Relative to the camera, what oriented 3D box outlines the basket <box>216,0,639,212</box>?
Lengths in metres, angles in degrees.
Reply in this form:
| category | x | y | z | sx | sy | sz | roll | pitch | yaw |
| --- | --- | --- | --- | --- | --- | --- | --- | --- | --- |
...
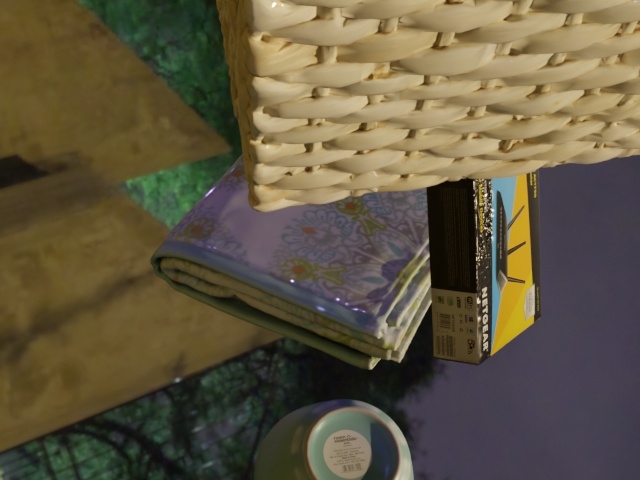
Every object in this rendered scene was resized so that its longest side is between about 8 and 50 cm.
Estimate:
| category | x | y | z | sx | sy | sz | roll | pitch | yaw |
| --- | --- | --- | --- | --- | --- | --- | --- | --- | --- |
| basket | 0.091 | -0.211 | 0.524 | 0.328 | 0.332 | 0.266 | 97 | -18 | -66 |

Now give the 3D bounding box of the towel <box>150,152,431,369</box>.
| category | x | y | z | sx | sy | sz | roll | pitch | yaw |
| --- | --- | --- | --- | --- | --- | --- | --- | --- | --- |
| towel | 0.000 | 0.000 | 1.288 | 0.375 | 0.320 | 0.090 | 22 | -44 | 18 |

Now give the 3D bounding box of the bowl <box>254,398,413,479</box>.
| category | x | y | z | sx | sy | sz | roll | pitch | yaw |
| --- | --- | --- | --- | --- | --- | --- | --- | --- | --- |
| bowl | 0.044 | 0.416 | 1.665 | 0.311 | 0.312 | 0.163 | 59 | -26 | 22 |

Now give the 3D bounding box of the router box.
| category | x | y | z | sx | sy | sz | roll | pitch | yaw |
| --- | --- | --- | --- | --- | --- | --- | --- | --- | --- |
| router box | 0.140 | -0.003 | 0.762 | 0.046 | 0.133 | 0.178 | 6 | -73 | 35 |
